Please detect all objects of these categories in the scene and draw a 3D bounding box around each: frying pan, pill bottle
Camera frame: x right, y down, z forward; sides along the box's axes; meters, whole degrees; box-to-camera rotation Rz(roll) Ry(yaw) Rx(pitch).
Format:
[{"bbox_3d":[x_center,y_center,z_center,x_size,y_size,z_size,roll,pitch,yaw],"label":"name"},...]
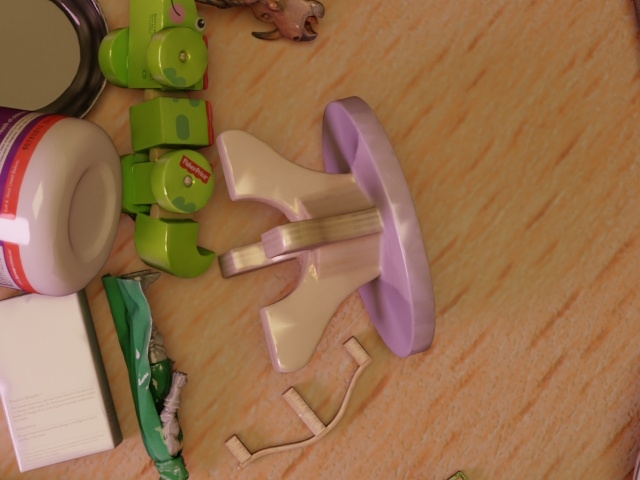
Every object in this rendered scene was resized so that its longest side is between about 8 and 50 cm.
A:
[{"bbox_3d":[-0.268,-0.170,1.853,0.326,0.053,0.197,31,90,-12],"label":"frying pan"},{"bbox_3d":[-0.377,-0.055,1.757,0.323,0.181,0.181,10,87,18],"label":"pill bottle"}]

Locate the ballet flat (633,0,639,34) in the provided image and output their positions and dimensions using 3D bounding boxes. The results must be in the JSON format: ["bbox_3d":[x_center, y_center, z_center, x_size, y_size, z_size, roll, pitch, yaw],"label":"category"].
[{"bbox_3d":[0.377,-0.225,1.879,0.084,0.058,0.249,-18,94,-24],"label":"ballet flat"}]

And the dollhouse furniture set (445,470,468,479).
[{"bbox_3d":[0.141,0.281,1.797,0.059,0.151,0.076,-34,88,-2],"label":"dollhouse furniture set"}]

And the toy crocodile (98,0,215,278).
[{"bbox_3d":[-0.158,-0.129,1.810,0.105,0.115,0.340,-2,90,-41],"label":"toy crocodile"}]

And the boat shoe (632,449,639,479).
[{"bbox_3d":[0.461,0.109,1.820,0.187,0.156,0.500,18,99,-6],"label":"boat shoe"}]

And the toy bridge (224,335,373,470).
[{"bbox_3d":[-0.017,0.186,1.859,0.188,0.026,0.063,-40,91,-3],"label":"toy bridge"}]

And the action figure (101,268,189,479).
[{"bbox_3d":[-0.175,0.148,1.822,0.064,0.137,0.232,-11,97,-15],"label":"action figure"}]

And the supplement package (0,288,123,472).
[{"bbox_3d":[-0.282,0.141,1.812,0.105,0.105,0.179,-14,89,-1],"label":"supplement package"}]

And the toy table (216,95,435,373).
[{"bbox_3d":[0.000,0.000,1.772,0.161,0.252,0.274,-14,76,-18],"label":"toy table"}]

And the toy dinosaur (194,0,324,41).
[{"bbox_3d":[-0.104,-0.356,1.840,0.127,0.200,0.295,-16,61,-36],"label":"toy dinosaur"}]
